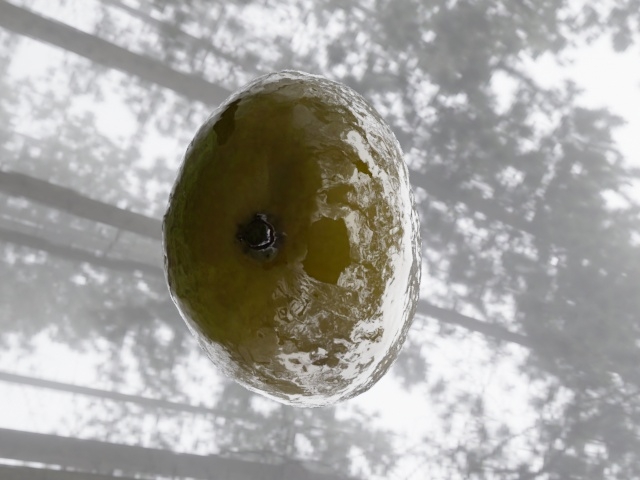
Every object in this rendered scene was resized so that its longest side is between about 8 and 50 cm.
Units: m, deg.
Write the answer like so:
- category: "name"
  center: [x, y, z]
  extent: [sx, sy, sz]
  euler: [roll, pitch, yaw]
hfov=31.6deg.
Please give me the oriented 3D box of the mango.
- category: "mango"
  center: [-0.001, 0.008, 0.713]
  extent: [0.142, 0.331, 0.195]
  euler: [-1, -100, 15]
